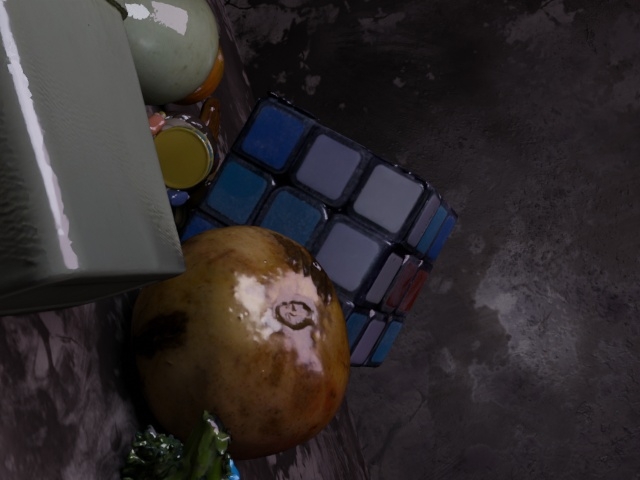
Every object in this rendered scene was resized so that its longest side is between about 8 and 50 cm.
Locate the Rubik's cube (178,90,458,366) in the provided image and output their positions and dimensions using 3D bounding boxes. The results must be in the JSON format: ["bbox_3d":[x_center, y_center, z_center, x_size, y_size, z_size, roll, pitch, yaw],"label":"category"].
[{"bbox_3d":[0.000,0.000,1.362,0.362,0.359,0.363,28,-1,19],"label":"Rubik's cube"}]

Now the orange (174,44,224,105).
[{"bbox_3d":[-0.297,-0.406,1.586,0.240,0.171,0.240,-20,90,-84],"label":"orange"}]

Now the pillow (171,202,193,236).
[{"bbox_3d":[-0.238,0.004,1.454,0.113,0.038,0.203,-108,176,-50],"label":"pillow"}]

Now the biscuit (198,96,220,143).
[{"bbox_3d":[-0.253,-0.213,1.652,0.212,0.036,0.212,-171,-90,-87],"label":"biscuit"}]

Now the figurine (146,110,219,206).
[{"bbox_3d":[-0.244,-0.144,1.263,0.275,0.158,0.161,-89,169,-73],"label":"figurine"}]

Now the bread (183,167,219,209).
[{"bbox_3d":[-0.240,-0.110,1.503,0.225,0.081,0.134,56,16,-13],"label":"bread"}]

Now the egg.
[{"bbox_3d":[-0.285,-0.329,1.192,0.295,0.218,0.218,-2,73,-74],"label":"egg"}]

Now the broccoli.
[{"bbox_3d":[-0.140,0.268,0.837,0.154,0.160,0.167,24,10,-29],"label":"broccoli"}]

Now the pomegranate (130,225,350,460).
[{"bbox_3d":[-0.108,0.137,1.029,0.322,0.322,0.322,-19,90,-85],"label":"pomegranate"}]

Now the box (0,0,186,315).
[{"bbox_3d":[-0.282,-0.110,0.721,0.352,0.177,0.344,19,55,-84],"label":"box"}]
